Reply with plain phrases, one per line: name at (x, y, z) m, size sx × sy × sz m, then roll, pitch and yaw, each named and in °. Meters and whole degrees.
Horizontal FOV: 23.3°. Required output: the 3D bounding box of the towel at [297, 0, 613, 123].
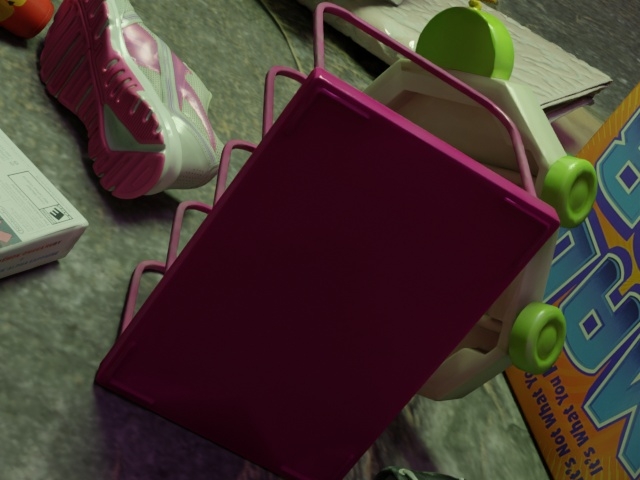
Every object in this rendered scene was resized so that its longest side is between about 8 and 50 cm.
towel at (0.169, -0.243, 1.923) m, size 0.332 × 0.053 × 0.317 m, roll 34°, pitch 25°, yaw 19°

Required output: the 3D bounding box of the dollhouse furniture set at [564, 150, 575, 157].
dollhouse furniture set at (0.300, -0.064, 1.763) m, size 0.197 × 0.151 × 0.301 m, roll 25°, pitch 30°, yaw -25°

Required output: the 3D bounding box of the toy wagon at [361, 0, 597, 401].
toy wagon at (0.102, -0.047, 1.282) m, size 0.267 × 0.344 × 0.068 m, roll 18°, pitch 9°, yaw 38°

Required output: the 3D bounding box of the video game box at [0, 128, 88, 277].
video game box at (-0.299, -0.051, 1.138) m, size 0.205 × 0.048 × 0.187 m, roll 45°, pitch 26°, yaw 13°

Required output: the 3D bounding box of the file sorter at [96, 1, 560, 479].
file sorter at (0.000, 0.000, 1.163) m, size 0.202 × 0.291 × 0.182 m, roll 30°, pitch 26°, yaw -17°

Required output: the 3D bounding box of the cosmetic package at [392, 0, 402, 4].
cosmetic package at (-0.016, -0.460, 1.826) m, size 0.365 × 0.155 × 0.197 m, roll 43°, pitch 8°, yaw 19°

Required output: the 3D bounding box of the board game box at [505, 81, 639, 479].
board game box at (0.424, 0.086, 1.464) m, size 0.356 × 0.356 × 0.356 m, roll 20°, pitch 33°, yaw -33°

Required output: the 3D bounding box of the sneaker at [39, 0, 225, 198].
sneaker at (-0.164, -0.131, 1.378) m, size 0.111 × 0.103 × 0.252 m, roll 13°, pitch 43°, yaw -47°

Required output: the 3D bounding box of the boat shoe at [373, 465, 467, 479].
boat shoe at (0.084, 0.257, 1.069) m, size 0.105 × 0.113 × 0.306 m, roll 23°, pitch 28°, yaw -15°

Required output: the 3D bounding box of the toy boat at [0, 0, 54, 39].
toy boat at (-0.270, -0.343, 1.437) m, size 0.148 × 0.267 × 0.318 m, roll 41°, pitch 52°, yaw -35°
